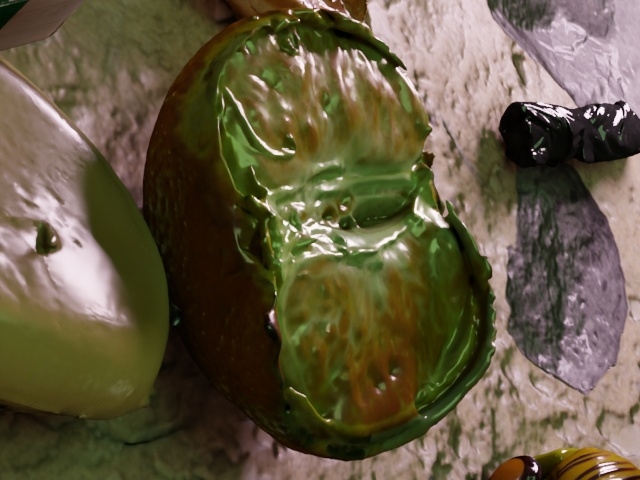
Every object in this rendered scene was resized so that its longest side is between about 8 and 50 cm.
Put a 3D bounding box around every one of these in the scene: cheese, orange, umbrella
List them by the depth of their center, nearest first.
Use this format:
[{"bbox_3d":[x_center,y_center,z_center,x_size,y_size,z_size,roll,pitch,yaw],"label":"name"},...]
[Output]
[{"bbox_3d":[-0.220,0.002,1.253,0.316,0.128,0.259,43,44,-26],"label":"cheese"},{"bbox_3d":[-0.006,0.001,1.424,0.263,0.196,0.334,-22,84,-34],"label":"orange"},{"bbox_3d":[0.263,-0.108,1.853,0.236,0.059,0.066,-7,95,-46],"label":"umbrella"}]

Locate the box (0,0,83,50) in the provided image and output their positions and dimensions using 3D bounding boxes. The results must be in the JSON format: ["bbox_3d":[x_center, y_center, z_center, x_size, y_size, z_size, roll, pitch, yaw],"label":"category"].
[{"bbox_3d":[-0.249,-0.187,1.211,0.135,0.081,0.199,56,33,4],"label":"box"}]

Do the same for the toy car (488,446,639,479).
[{"bbox_3d":[0.232,0.283,1.572,0.200,0.142,0.248,43,48,-24],"label":"toy car"}]

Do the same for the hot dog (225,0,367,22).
[{"bbox_3d":[-0.053,-0.230,1.574,0.269,0.072,0.109,34,49,-33],"label":"hot dog"}]
